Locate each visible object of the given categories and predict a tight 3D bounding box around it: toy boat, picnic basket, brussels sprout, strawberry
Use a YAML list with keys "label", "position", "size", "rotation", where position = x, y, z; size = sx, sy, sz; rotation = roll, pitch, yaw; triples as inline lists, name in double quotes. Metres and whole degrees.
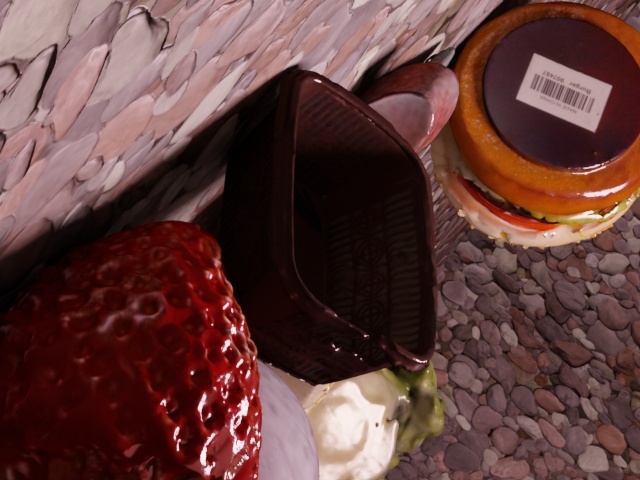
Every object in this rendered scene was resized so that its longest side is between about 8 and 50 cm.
- label: "toy boat"
  position: [0.096, -0.168, 2.028]
  size: [0.206, 0.096, 0.282]
  rotation: [-39, -170, 28]
- label: "picnic basket"
  position: [0.000, 0.000, 1.599]
  size: [0.129, 0.222, 0.296]
  rotation: [-32, -140, 34]
- label: "brussels sprout"
  position: [-0.048, 0.265, 2.404]
  size: [0.425, 0.342, 0.361]
  rotation: [-42, -162, -16]
- label: "strawberry"
  position: [-0.184, 0.138, 1.400]
  size: [0.292, 0.310, 0.291]
  rotation: [-13, 138, -12]

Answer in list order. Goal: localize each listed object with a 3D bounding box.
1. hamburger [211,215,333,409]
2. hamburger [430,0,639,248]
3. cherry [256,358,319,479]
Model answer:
- label: "hamburger"
  position: [-0.036, 0.064, 1.848]
  size: [0.151, 0.227, 0.295]
  rotation: [-4, 153, -26]
- label: "hamburger"
  position: [0.320, -0.157, 2.342]
  size: [0.330, 0.330, 0.250]
  rotation: [-45, 172, -20]
- label: "cherry"
  position: [-0.142, 0.243, 1.679]
  size: [0.326, 0.335, 0.291]
  rotation: [-1, 96, -43]
